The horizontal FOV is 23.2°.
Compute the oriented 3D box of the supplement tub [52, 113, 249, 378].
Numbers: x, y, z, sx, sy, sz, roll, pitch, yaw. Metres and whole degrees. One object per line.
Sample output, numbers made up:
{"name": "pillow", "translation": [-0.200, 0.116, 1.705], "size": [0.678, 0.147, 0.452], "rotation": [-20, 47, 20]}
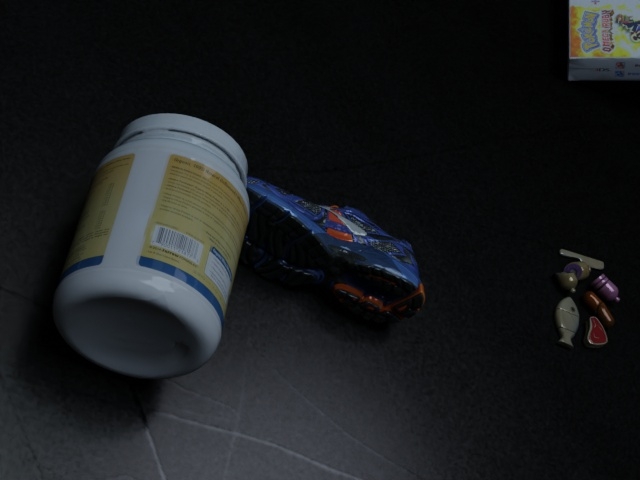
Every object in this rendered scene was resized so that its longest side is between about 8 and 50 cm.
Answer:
{"name": "supplement tub", "translation": [-0.140, 0.003, 1.349], "size": [0.144, 0.144, 0.199], "rotation": [23, 51, -15]}

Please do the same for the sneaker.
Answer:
{"name": "sneaker", "translation": [0.000, 0.000, 1.486], "size": [0.221, 0.083, 0.087], "rotation": [30, 36, -16]}

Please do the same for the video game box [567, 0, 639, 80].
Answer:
{"name": "video game box", "translation": [0.385, -0.276, 1.843], "size": [0.187, 0.048, 0.205], "rotation": [0, 54, 9]}

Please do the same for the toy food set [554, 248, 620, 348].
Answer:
{"name": "toy food set", "translation": [0.281, 0.062, 1.631], "size": [0.078, 0.019, 0.122], "rotation": [16, 53, -20]}
